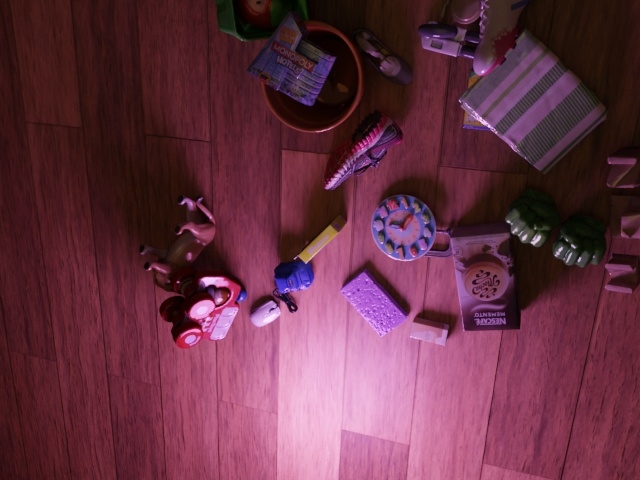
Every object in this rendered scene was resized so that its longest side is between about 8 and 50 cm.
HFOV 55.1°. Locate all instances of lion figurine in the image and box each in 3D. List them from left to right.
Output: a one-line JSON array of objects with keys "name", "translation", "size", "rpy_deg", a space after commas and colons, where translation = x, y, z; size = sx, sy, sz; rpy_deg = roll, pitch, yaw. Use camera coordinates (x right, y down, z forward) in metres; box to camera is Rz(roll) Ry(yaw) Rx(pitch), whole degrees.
[{"name": "lion figurine", "translation": [-0.456, 0.020, 2.081], "size": [0.392, 0.240, 0.142], "rpy_deg": [-44, 55, 15]}]

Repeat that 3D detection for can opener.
[{"name": "can opener", "translation": [0.395, -0.518, 1.624], "size": [0.283, 0.095, 0.076], "rpy_deg": [21, 113, 19]}]

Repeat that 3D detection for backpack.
[{"name": "backpack", "translation": [-0.084, 0.125, 2.021], "size": [0.120, 0.101, 0.098], "rpy_deg": [-10, 111, 19]}]

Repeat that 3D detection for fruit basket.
[{"name": "fruit basket", "translation": [-0.118, -0.727, 1.619], "size": [0.392, 0.282, 0.392], "rpy_deg": [28, 127, 45]}]

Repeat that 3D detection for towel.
[{"name": "towel", "translation": [0.564, -0.356, 1.618], "size": [0.325, 0.038, 0.248], "rpy_deg": [37, 118, -11]}]

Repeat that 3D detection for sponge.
[{"name": "sponge", "translation": [0.174, 0.204, 1.995], "size": [0.117, 0.031, 0.210], "rpy_deg": [-41, 92, 27]}]

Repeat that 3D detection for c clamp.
[{"name": "c clamp", "translation": [0.334, -0.011, 1.867], "size": [0.160, 0.022, 0.137], "rpy_deg": [9, 111, 17]}]

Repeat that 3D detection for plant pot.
[{"name": "plant pot", "translation": [0.001, -0.464, 1.724], "size": [0.290, 0.203, 0.291], "rpy_deg": [6, 110, 17]}]

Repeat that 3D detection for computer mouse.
[{"name": "computer mouse", "translation": [-0.176, 0.248, 2.127], "size": [0.193, 0.042, 0.106], "rpy_deg": [-38, 94, 26]}]

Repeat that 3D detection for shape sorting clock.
[{"name": "shape sorting clock", "translation": [0.250, -0.038, 1.861], "size": [0.206, 0.040, 0.206], "rpy_deg": [5, 102, 26]}]

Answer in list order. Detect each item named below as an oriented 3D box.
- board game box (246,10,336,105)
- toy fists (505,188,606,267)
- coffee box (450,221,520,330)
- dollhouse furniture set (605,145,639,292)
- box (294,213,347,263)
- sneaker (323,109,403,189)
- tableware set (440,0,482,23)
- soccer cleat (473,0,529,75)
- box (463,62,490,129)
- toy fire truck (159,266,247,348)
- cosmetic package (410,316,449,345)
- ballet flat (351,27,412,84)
[{"name": "board game box", "translation": [-0.068, -0.482, 1.597], "size": [0.194, 0.060, 0.194], "rpy_deg": [32, 116, 7]}, {"name": "toy fists", "translation": [0.644, -0.030, 1.670], "size": [0.279, 0.142, 0.096], "rpy_deg": [28, 153, 7]}, {"name": "coffee box", "translation": [0.489, 0.107, 1.800], "size": [0.168, 0.119, 0.297], "rpy_deg": [-6, 106, 20]}, {"name": "dollhouse furniture set", "translation": [0.960, -0.059, 1.562], "size": [0.394, 0.256, 0.362], "rpy_deg": [6, 111, 40]}, {"name": "box", "translation": [0.000, 0.000, 1.940], "size": [0.042, 0.109, 0.178], "rpy_deg": [46, 117, -2]}, {"name": "sneaker", "translation": [0.116, -0.243, 1.816], "size": [0.112, 0.121, 0.299], "rpy_deg": [29, 129, -26]}, {"name": "tableware set", "translation": [0.402, -0.666, 1.605], "size": [0.128, 0.039, 0.194], "rpy_deg": [21, 109, 24]}, {"name": "soccer cleat", "translation": [0.438, -0.571, 1.521], "size": [0.143, 0.116, 0.331], "rpy_deg": [30, 83, -16]}, {"name": "box", "translation": [0.454, -0.395, 1.679], "size": [0.105, 0.043, 0.179], "rpy_deg": [8, 109, 16]}, {"name": "toy fire truck", "translation": [-0.387, 0.226, 2.101], "size": [0.169, 0.253, 0.302], "rpy_deg": [49, 122, 38]}, {"name": "cosmetic package", "translation": [0.349, 0.289, 1.957], "size": [0.115, 0.041, 0.060], "rpy_deg": [11, 112, 16]}, {"name": "ballet flat", "translation": [0.168, -0.513, 1.724], "size": [0.213, 0.068, 0.072], "rpy_deg": [44, 117, 0]}]
